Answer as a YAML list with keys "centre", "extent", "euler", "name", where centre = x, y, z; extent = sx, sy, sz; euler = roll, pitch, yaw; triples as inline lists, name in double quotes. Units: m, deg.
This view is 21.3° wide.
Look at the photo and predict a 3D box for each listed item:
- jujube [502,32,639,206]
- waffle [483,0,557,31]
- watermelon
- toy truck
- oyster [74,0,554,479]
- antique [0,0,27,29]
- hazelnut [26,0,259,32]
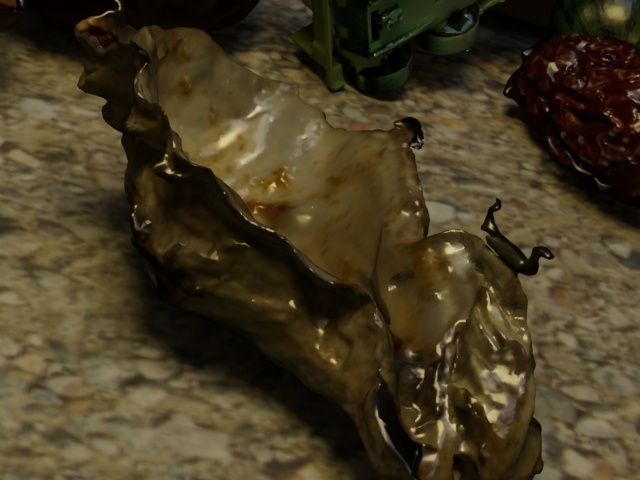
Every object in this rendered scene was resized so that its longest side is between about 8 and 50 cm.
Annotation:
- centre: [0.201, -0.090, 1.157]
  extent: [0.104, 0.104, 0.166]
  euler: [-2, 38, -31]
  name: "jujube"
- centre: [0.133, -0.286, 1.400]
  extent: [0.376, 0.114, 0.261]
  euler: [14, 33, -9]
  name: "waffle"
- centre: [0.219, -0.152, 1.262]
  extent: [0.109, 0.109, 0.109]
  euler: [14, 33, -9]
  name: "watermelon"
- centre: [0.086, -0.223, 1.193]
  extent: [0.259, 0.128, 0.135]
  euler: [-28, 51, -20]
  name: "toy truck"
- centre: [0.005, 0.001, 0.886]
  extent: [0.198, 0.133, 0.337]
  euler: [-13, 47, -44]
  name: "oyster"
- centre: [-0.280, -0.164, 0.890]
  extent: [0.310, 0.087, 0.093]
  euler: [0, 71, -66]
  name: "antique"
- centre: [-0.117, -0.236, 1.106]
  extent: [0.234, 0.218, 0.218]
  euler: [-4, 40, -34]
  name: "hazelnut"
